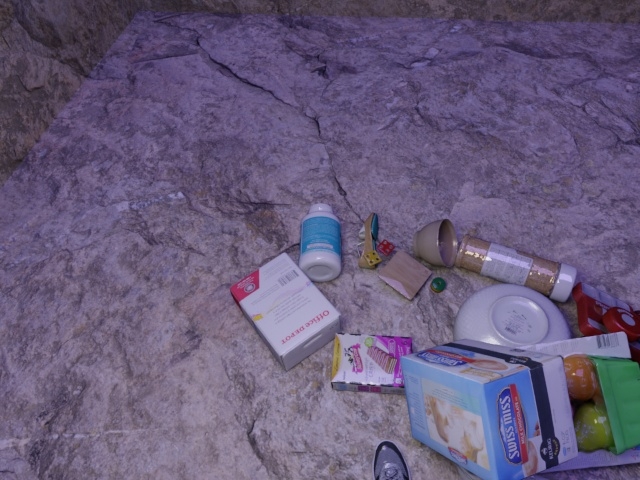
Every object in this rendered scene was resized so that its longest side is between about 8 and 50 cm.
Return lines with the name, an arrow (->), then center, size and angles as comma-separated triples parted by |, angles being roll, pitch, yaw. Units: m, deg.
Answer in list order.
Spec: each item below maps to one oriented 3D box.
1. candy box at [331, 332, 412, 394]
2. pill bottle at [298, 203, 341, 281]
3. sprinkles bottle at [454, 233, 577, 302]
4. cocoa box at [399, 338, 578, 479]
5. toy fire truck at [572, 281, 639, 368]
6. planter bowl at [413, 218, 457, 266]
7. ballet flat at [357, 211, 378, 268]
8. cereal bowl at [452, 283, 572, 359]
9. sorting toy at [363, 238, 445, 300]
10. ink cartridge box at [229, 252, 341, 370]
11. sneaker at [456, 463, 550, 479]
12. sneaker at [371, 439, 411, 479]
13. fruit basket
candy box -> 0.154, 0.365, 1.481 | 0.233, 0.071, 0.159 | 1, 54, 8
pill bottle -> 0.000, 0.000, 1.724 | 0.146, 0.146, 0.264 | -2, 54, 5
sprinkles bottle -> 0.622, 0.086, 1.605 | 0.355, 0.121, 0.121 | 19, 58, 19
cocoa box -> 0.384, 0.390, 1.203 | 0.228, 0.347, 0.231 | -9, 90, -21
toy fire truck -> 0.875, 0.257, 1.422 | 0.302, 0.169, 0.254 | 26, 40, 6
planter bowl -> 0.381, 0.012, 1.682 | 0.109, 0.162, 0.162 | -5, 47, 38
ballet flat -> 0.164, -0.004, 1.755 | 0.073, 0.080, 0.232 | -7, 51, 17
cereal bowl -> 0.570, 0.264, 1.468 | 0.339, 0.141, 0.339 | -2, 53, 3
sorting toy -> 0.270, 0.114, 1.658 | 0.274, 0.046, 0.132 | 37, 64, 14
ink cartridge box -> -0.111, 0.220, 1.582 | 0.226, 0.131, 0.306 | -32, 58, -17
sneaker -> 0.440, 0.572, 1.162 | 0.297, 0.129, 0.111 | -3, 39, 45
sneaker -> 0.183, 0.620, 1.235 | 0.101, 0.153, 0.268 | -5, 53, 2
fruit basket -> 0.647, 0.425, 1.304 | 0.353, 0.165, 0.327 | -13, 81, 15
